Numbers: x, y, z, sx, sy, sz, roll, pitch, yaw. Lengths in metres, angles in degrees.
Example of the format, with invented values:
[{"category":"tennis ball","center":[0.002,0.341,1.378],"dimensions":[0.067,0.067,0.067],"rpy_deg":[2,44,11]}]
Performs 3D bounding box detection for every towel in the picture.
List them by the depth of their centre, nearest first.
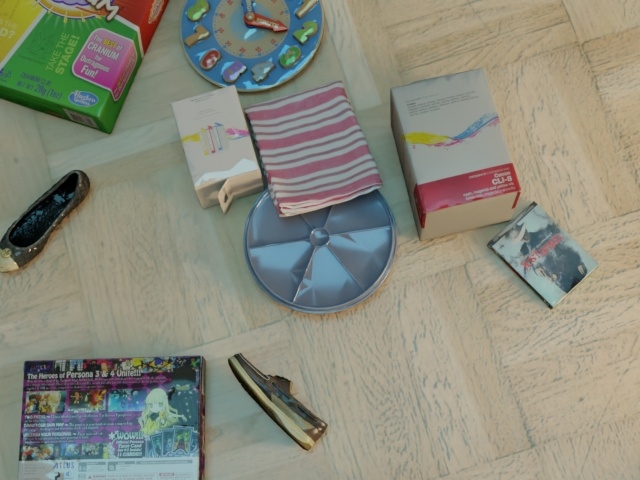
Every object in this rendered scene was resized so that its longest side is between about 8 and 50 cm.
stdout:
[{"category":"towel","center":[-0.012,-0.127,1.487],"dimensions":[0.144,0.029,0.197],"rpy_deg":[-17,57,-4]}]

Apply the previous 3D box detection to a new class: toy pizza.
[{"category":"toy pizza","center":[0.000,0.000,1.471],"dimensions":[0.201,0.032,0.201],"rpy_deg":[-1,73,3]}]

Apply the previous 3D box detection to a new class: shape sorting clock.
[{"category":"shape sorting clock","center":[-0.097,-0.304,1.565],"dimensions":[0.206,0.040,0.206],"rpy_deg":[-1,73,4]}]

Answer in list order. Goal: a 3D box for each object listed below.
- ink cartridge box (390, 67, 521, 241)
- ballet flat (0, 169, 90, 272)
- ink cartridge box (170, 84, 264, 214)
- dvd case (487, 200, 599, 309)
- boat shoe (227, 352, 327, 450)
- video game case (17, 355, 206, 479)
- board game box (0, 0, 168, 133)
[{"category":"ink cartridge box","center":[0.168,-0.110,1.443],"dimensions":[0.127,0.128,0.176],"rpy_deg":[-13,73,-1]},{"category":"ballet flat","center":[-0.376,-0.030,1.496],"dimensions":[0.057,0.049,0.173],"rpy_deg":[37,79,14]},{"category":"ink cartridge box","center":[-0.132,-0.114,1.483],"dimensions":[0.090,0.092,0.143],"rpy_deg":[-17,74,-2]},{"category":"dvd case","center":[0.289,0.018,1.457],"dimensions":[0.087,0.013,0.119],"rpy_deg":[-41,74,-8]},{"category":"boat shoe","center":[-0.054,0.195,1.409],"dimensions":[0.049,0.056,0.152],"rpy_deg":[-42,85,-14]},{"category":"video game case","center":[-0.260,0.252,1.407],"dimensions":[0.232,0.042,0.210],"rpy_deg":[-3,73,3]},{"category":"board game box","center":[-0.349,-0.333,1.577],"dimensions":[0.242,0.064,0.316],"rpy_deg":[18,75,9]}]
